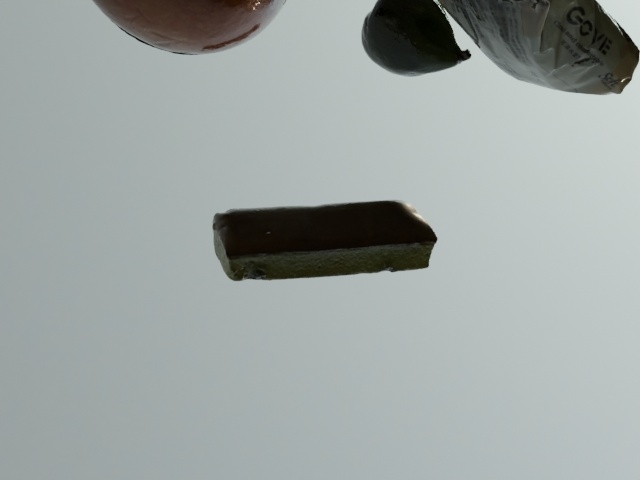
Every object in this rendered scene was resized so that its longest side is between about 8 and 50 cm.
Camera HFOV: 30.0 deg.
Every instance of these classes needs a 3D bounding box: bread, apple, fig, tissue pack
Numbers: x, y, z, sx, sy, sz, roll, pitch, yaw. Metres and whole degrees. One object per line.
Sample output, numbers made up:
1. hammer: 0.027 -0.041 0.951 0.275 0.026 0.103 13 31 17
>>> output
1. bread: 0.000 0.000 1.968 0.361 0.077 0.138 -4 -147 -19
2. apple: -0.164 -0.359 1.470 0.272 0.251 0.206 40 169 -7
3. fig: 0.205 -0.427 2.546 0.245 0.195 0.195 41 -157 28
4. tissue pack: 0.400 -0.435 2.320 0.375 0.195 0.390 31 -177 -36
